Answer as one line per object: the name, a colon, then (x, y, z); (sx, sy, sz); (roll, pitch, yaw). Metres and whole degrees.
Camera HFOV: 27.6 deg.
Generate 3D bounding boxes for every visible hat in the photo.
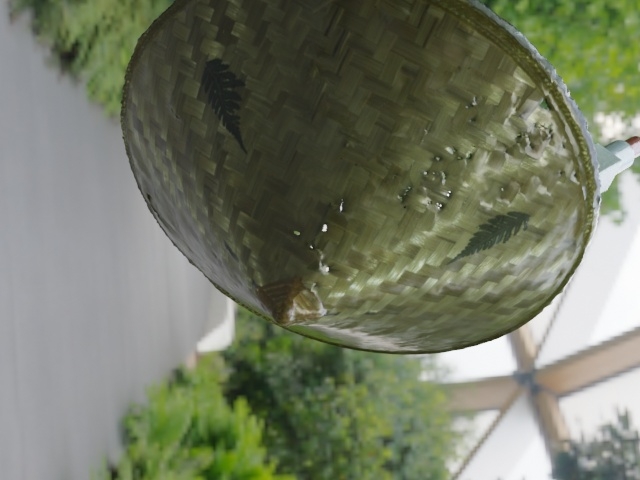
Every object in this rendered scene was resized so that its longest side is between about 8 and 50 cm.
hat: (0.000, 0.000, 0.360); (0.067, 0.146, 0.146); (-65, 160, -47)

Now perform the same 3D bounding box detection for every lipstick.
lipstick: (0.224, -0.061, 1.029); (0.030, 0.129, 0.030); (39, -49, 22)
